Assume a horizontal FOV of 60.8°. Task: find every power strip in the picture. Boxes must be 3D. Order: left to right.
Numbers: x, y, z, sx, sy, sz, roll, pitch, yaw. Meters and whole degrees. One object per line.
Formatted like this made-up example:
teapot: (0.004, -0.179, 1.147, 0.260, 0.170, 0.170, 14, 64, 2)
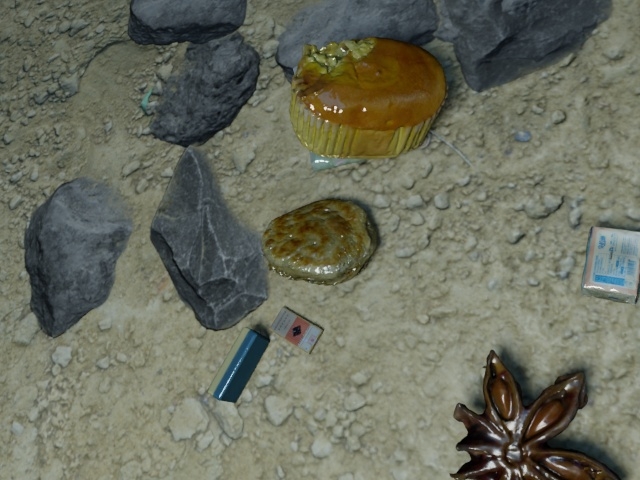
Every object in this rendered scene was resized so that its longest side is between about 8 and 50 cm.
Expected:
power strip: (-0.131, 0.201, 0.887, 0.032, 0.056, 0.123, 25, 80, 27)

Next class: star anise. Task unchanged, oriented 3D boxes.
star anise: (0.271, 0.263, 0.698, 0.214, 0.099, 0.219, 25, 76, 12)

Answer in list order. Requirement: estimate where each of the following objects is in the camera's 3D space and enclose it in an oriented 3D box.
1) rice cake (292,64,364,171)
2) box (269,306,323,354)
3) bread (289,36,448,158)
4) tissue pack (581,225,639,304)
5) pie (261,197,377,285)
rice cake: (0.025, -0.239, 1.000, 0.127, 0.043, 0.236, -14, 68, 15)
box: (-0.040, 0.147, 0.898, 0.083, 0.012, 0.046, 27, 80, 28)
bread: (0.075, -0.237, 0.892, 0.251, 0.133, 0.178, 1, 70, -3)
tissue pack: (0.402, 0.035, 0.750, 0.074, 0.059, 0.094, 11, 74, 26)
pie: (0.000, 0.000, 0.904, 0.194, 0.079, 0.163, 13, 66, 25)
